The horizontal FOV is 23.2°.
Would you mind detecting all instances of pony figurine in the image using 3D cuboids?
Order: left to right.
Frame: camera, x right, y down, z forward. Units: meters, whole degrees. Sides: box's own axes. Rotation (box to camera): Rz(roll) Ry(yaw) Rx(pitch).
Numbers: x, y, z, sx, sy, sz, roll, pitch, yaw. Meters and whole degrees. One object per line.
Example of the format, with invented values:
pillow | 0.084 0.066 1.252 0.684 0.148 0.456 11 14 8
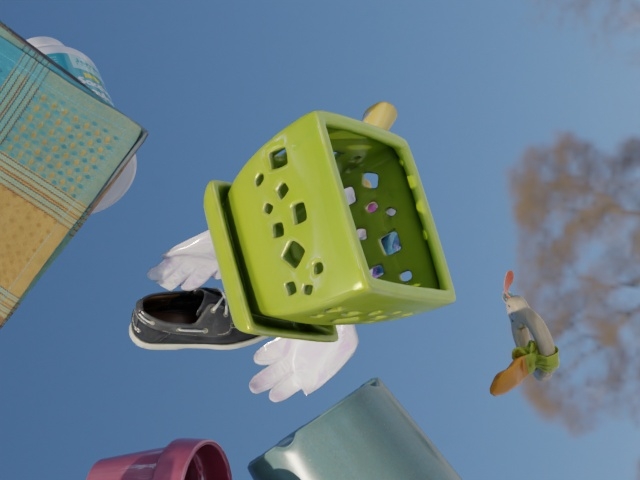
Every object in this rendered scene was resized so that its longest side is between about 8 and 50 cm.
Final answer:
pony figurine | -0.017 0.012 2.169 0.303 0.351 0.363 43 -144 -22

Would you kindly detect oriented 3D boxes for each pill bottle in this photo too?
pill bottle | -0.350 -0.165 2.100 0.146 0.146 0.264 71 173 -48

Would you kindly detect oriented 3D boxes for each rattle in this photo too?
rattle | 0.316 0.162 2.697 0.199 0.143 0.130 62 180 21

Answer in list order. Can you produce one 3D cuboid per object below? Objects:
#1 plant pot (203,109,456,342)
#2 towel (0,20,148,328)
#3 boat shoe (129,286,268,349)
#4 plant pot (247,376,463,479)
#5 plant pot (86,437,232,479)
plant pot | 0.000 0.000 1.856 0.228 0.207 0.227 11 -122 -57
towel | -0.422 -0.074 1.918 0.370 0.271 0.040 -51 7 16
boat shoe | -0.157 0.107 2.251 0.079 0.233 0.084 104 156 -43
plant pot | 0.079 0.416 2.427 0.334 0.341 0.341 56 -155 6
plant pot | -0.252 0.397 2.360 0.201 0.180 0.201 -1 -90 -71
